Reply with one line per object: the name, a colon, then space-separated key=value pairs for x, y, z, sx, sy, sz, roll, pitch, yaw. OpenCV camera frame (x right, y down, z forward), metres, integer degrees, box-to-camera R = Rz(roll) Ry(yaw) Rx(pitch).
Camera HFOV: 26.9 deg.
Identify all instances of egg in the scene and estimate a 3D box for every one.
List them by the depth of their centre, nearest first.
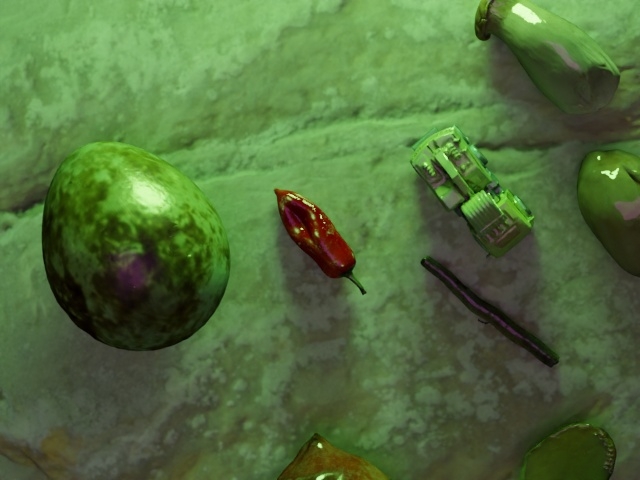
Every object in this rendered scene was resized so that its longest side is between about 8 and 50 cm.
egg: x=-0.250 y=0.006 z=1.749 sx=0.238 sy=0.238 sz=0.289 roll=-37 pitch=82 yaw=10

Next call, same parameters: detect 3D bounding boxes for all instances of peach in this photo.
peach: x=0.012 y=0.390 z=1.803 sx=0.232 sy=0.232 sz=0.256 roll=-17 pitch=88 yaw=7

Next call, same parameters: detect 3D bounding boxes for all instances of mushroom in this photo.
mushroom: x=0.295 y=-0.249 z=1.737 sx=0.212 sy=0.088 sz=0.097 roll=38 pitch=133 yaw=3

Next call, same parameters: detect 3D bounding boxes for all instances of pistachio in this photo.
pistachio: x=0.406 y=-0.037 z=1.754 sx=0.124 sy=0.124 sz=0.184 roll=-24 pitch=103 yaw=8

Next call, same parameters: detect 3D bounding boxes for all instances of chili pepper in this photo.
chili pepper: x=0.000 y=0.000 z=1.820 sx=0.191 sy=0.050 sz=0.059 roll=48 pitch=117 yaw=3

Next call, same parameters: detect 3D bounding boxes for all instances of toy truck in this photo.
toy truck: x=0.199 y=-0.064 z=1.760 sx=0.085 sy=0.116 sz=0.191 roll=-40 pitch=94 yaw=11

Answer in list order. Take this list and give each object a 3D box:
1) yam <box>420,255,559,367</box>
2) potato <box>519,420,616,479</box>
yam: x=0.230 y=0.099 z=1.834 sx=0.234 sy=0.029 sz=0.027 roll=38 pitch=74 yaw=-1
potato: x=0.330 y=0.330 z=1.852 sx=0.119 sy=0.054 sz=0.197 roll=21 pitch=106 yaw=-3
